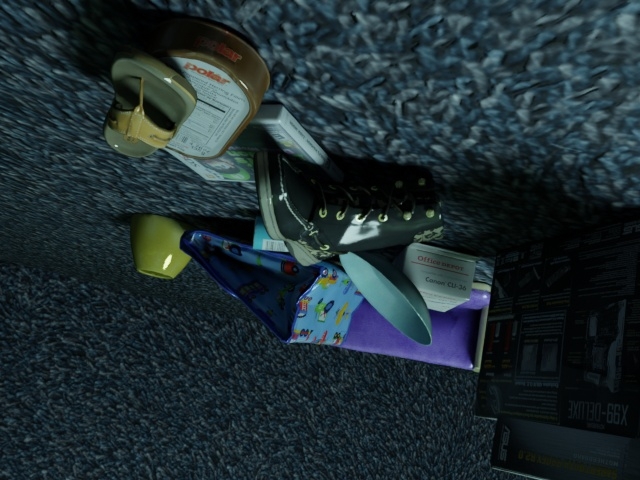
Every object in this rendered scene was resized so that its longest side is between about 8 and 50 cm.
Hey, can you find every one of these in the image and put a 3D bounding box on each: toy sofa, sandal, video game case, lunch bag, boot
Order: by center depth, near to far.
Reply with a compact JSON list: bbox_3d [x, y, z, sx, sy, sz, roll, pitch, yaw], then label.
[{"bbox_3d":[-0.153,-0.101,0.566,0.072,0.049,0.180,24,157,-18],"label":"sandal"},{"bbox_3d":[0.036,-0.043,0.716,0.179,0.085,0.236,-10,160,10],"label":"boot"},{"bbox_3d":[-0.090,-0.102,0.744,0.190,0.022,0.173,5,165,24],"label":"video game case"},{"bbox_3d":[-0.092,0.055,1.169,0.293,0.138,0.221,28,-177,27],"label":"lunch bag"},{"bbox_3d":[0.147,0.147,1.287,0.363,0.150,0.177,8,167,12],"label":"toy sofa"}]

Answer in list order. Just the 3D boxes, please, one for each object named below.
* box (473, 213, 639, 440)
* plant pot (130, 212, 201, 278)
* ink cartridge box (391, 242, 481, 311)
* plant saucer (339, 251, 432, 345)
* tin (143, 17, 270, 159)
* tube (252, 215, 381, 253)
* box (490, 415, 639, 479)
[{"bbox_3d":[0.315,0.113,0.823,0.077,0.242,0.307,16,165,-16],"label":"box"},{"bbox_3d":[-0.291,0.017,1.231,0.134,0.095,0.134,11,167,3],"label":"plant pot"},{"bbox_3d":[0.178,0.063,1.095,0.115,0.067,0.198,12,166,-1],"label":"ink cartridge box"},{"bbox_3d":[0.108,0.076,1.016,0.195,0.037,0.195,45,168,12],"label":"plant saucer"},{"bbox_3d":[-0.113,-0.125,0.595,0.106,0.040,0.190,19,159,-19],"label":"tin"},{"bbox_3d":[0.000,0.000,1.039,0.207,0.052,0.080,7,174,-5],"label":"tube"},{"bbox_3d":[0.319,0.234,0.681,0.231,0.056,0.183,21,164,-34],"label":"box"}]
